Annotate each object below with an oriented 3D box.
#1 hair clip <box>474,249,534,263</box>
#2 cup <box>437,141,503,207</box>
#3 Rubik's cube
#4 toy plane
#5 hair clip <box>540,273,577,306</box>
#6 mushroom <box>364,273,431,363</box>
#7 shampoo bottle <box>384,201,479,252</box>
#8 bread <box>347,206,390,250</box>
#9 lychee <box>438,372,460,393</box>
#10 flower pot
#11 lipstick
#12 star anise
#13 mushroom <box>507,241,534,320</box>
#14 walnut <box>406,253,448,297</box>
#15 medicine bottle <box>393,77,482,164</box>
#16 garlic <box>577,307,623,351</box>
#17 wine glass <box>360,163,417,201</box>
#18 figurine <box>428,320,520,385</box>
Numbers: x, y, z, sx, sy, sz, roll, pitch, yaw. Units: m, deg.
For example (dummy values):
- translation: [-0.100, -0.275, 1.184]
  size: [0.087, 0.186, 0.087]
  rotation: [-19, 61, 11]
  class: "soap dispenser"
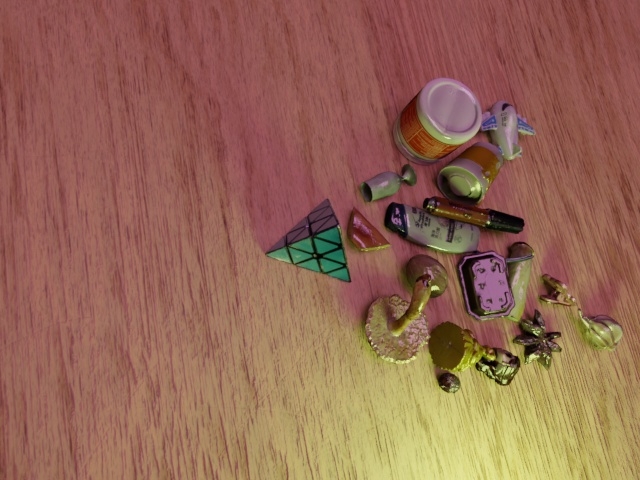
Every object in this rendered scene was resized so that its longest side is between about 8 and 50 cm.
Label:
- translation: [0.685, 0.067, 1.725]
  size: [0.230, 0.039, 0.070]
  rotation: [4, 73, 7]
  class: "hair clip"
- translation: [0.590, -0.239, 1.759]
  size: [0.226, 0.186, 0.241]
  rotation: [-45, 126, -27]
  class: "cup"
- translation: [0.002, 0.001, 1.518]
  size: [0.228, 0.233, 0.228]
  rotation: [-1, 118, -54]
  class: "Rubik's cube"
- translation: [0.763, -0.456, 1.879]
  size: [0.267, 0.122, 0.266]
  rotation: [5, 72, -16]
  class: "toy plane"
- translation: [0.936, 0.199, 1.775]
  size: [0.138, 0.123, 0.102]
  rotation: [13, 102, -8]
  class: "hair clip"
- translation: [0.245, 0.254, 1.465]
  size: [0.208, 0.301, 0.232]
  rotation: [5, 57, 18]
  class: "mushroom"
- translation: [0.411, -0.036, 1.686]
  size: [0.360, 0.078, 0.134]
  rotation: [15, 72, -13]
  class: "shampoo bottle"
- translation: [0.150, -0.019, 1.608]
  size: [0.192, 0.067, 0.119]
  rotation: [48, 61, -2]
  class: "bread"
- translation: [0.444, 0.490, 1.571]
  size: [0.084, 0.068, 0.067]
  rotation: [4, 105, -34]
  class: "lychee"
- translation: [0.610, 0.163, 1.657]
  size: [0.179, 0.084, 0.250]
  rotation: [-11, 82, 6]
  class: "flower pot"
- translation: [0.572, -0.094, 1.697]
  size: [0.419, 0.077, 0.077]
  rotation: [11, 73, -17]
  class: "lipstick"
- translation: [0.812, 0.382, 1.705]
  size: [0.212, 0.073, 0.197]
  rotation: [44, 75, -6]
  class: "star anise"
- translation: [0.751, 0.152, 1.743]
  size: [0.100, 0.081, 0.311]
  rotation: [21, 73, -5]
  class: "mushroom"
- translation: [0.374, 0.125, 1.605]
  size: [0.162, 0.140, 0.140]
  rotation: [31, 69, 4]
  class: "walnut"
- translation: [0.432, -0.441, 1.709]
  size: [0.253, 0.241, 0.252]
  rotation: [4, 75, -17]
  class: "medicine bottle"
- translation: [1.077, 0.330, 1.783]
  size: [0.194, 0.131, 0.127]
  rotation: [43, 87, 5]
  class: "garlic"
- translation: [0.248, -0.209, 1.673]
  size: [0.203, 0.093, 0.092]
  rotation: [-24, 85, -22]
  class: "wine glass"
- translation: [0.560, 0.398, 1.587]
  size: [0.316, 0.187, 0.167]
  rotation: [18, 67, -21]
  class: "figurine"
